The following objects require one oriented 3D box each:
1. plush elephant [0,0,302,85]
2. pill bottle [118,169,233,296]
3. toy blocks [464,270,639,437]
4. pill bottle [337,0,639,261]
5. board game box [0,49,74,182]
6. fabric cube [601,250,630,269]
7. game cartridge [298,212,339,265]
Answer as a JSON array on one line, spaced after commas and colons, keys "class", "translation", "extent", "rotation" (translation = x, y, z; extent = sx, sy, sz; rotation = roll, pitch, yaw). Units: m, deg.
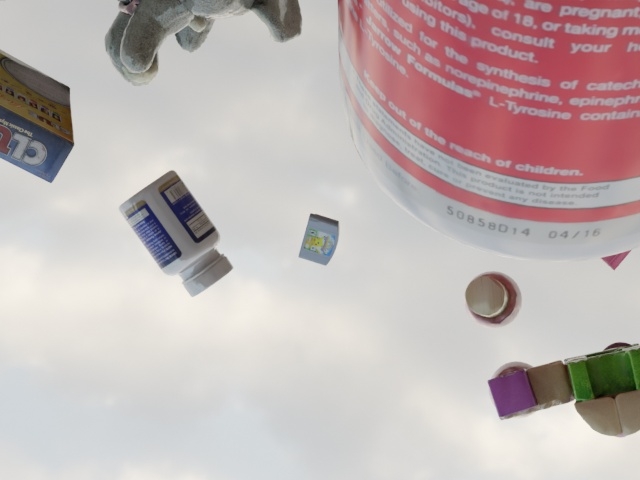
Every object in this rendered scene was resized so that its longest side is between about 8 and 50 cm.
[{"class": "plush elephant", "translation": [-0.165, -0.290, 1.375], "extent": [0.272, 0.330, 0.255], "rotation": [39, -169, -42]}, {"class": "pill bottle", "translation": [-0.225, -0.008, 2.028], "extent": [0.187, 0.112, 0.112], "rotation": [55, -144, -5]}, {"class": "toy blocks", "translation": [0.323, 0.160, 1.418], "extent": [0.288, 0.309, 0.260], "rotation": [-14, 172, 10]}, {"class": "pill bottle", "translation": [0.118, -0.182, 0.554], "extent": [0.229, 0.408, 0.229], "rotation": [-1, -121, 2]}, {"class": "board game box", "translation": [-0.325, -0.147, 1.066], "extent": [0.243, 0.042, 0.165], "rotation": [28, -165, -22]}, {"class": "fabric cube", "translation": [0.265, -0.185, 1.137], "extent": [0.258, 0.254, 0.259], "rotation": [37, -121, 10]}, {"class": "game cartridge", "translation": [0.000, 0.000, 2.019], "extent": [0.056, 0.083, 0.017], "rotation": [15, -149, 0]}]
